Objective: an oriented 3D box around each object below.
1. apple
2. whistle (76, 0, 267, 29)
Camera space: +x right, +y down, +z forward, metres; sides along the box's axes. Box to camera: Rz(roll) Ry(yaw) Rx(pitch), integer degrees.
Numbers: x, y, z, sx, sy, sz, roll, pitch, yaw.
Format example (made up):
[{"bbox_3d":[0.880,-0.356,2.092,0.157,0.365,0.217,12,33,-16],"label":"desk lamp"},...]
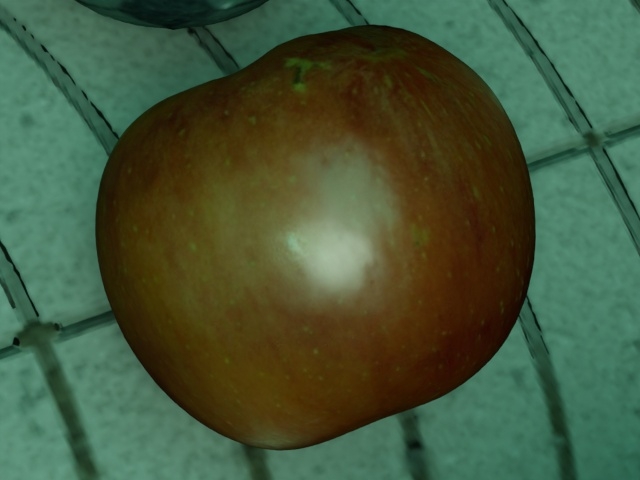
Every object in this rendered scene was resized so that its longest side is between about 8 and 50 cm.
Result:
[{"bbox_3d":[0.000,0.000,0.648,0.163,0.163,0.139,-25,87,-24],"label":"apple"},{"bbox_3d":[-0.093,-0.159,0.723,0.289,0.163,0.163,-4,59,25],"label":"whistle"}]
